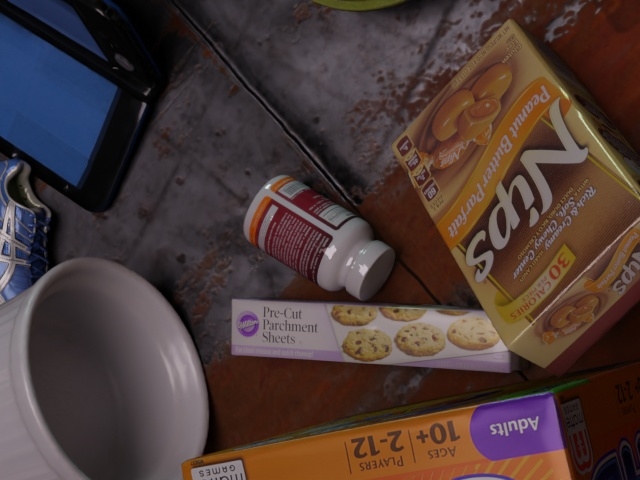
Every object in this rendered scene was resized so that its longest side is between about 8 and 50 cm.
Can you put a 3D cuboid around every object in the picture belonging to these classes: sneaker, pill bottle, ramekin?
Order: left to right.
[{"bbox_3d":[-0.358,0.001,1.806,0.081,0.080,0.211,-25,81,28],"label":"sneaker"},{"bbox_3d":[-0.262,0.168,1.662,0.135,0.277,0.277,-23,81,32],"label":"ramekin"},{"bbox_3d":[0.000,0.000,1.627,0.152,0.086,0.086,32,104,23],"label":"pill bottle"}]

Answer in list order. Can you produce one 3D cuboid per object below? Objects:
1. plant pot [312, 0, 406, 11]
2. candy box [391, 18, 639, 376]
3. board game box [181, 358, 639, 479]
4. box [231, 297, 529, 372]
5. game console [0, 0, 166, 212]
[{"bbox_3d":[-0.009,-0.370,1.454,0.276,0.254,0.276,1,91,27],"label":"plant pot"},{"bbox_3d":[0.202,-0.048,1.444,0.183,0.088,0.316,-47,39,19],"label":"candy box"},{"bbox_3d":[0.142,0.324,1.411,0.356,0.356,0.356,-14,85,26],"label":"board game box"},{"bbox_3d":[0.060,0.098,1.611,0.324,0.063,0.067,2,91,26],"label":"box"},{"bbox_3d":[-0.343,-0.206,1.753,0.293,0.250,0.173,31,78,22],"label":"game console"}]
